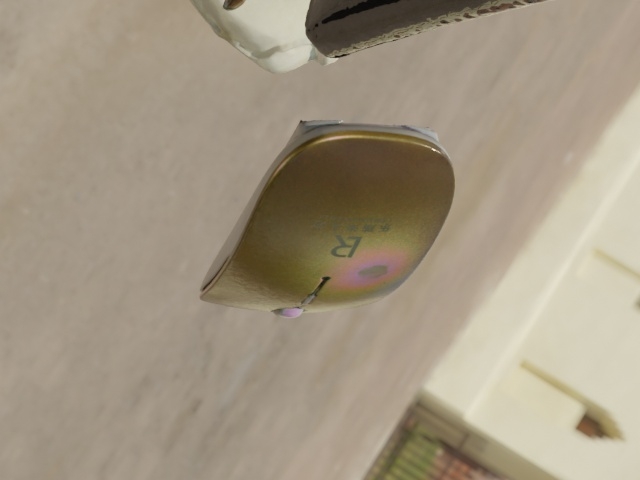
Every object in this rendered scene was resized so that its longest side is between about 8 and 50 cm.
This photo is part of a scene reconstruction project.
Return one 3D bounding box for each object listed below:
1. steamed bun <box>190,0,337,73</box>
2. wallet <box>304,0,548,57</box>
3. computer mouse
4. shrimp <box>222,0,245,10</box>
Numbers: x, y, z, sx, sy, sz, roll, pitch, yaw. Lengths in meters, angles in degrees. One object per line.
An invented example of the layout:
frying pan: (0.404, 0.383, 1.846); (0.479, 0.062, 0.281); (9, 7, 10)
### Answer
steamed bun: (-0.024, -0.208, 1.048); (0.183, 0.183, 0.106); (-59, -153, 5)
wallet: (0.087, -0.178, 0.805); (0.250, 0.044, 0.149); (-9, -114, 53)
computer mouse: (0.000, 0.000, 1.279); (0.310, 0.158, 0.072); (126, -36, -58)
shrimp: (0.006, -0.146, 0.744); (0.127, 0.025, 0.091); (-36, 154, 30)
